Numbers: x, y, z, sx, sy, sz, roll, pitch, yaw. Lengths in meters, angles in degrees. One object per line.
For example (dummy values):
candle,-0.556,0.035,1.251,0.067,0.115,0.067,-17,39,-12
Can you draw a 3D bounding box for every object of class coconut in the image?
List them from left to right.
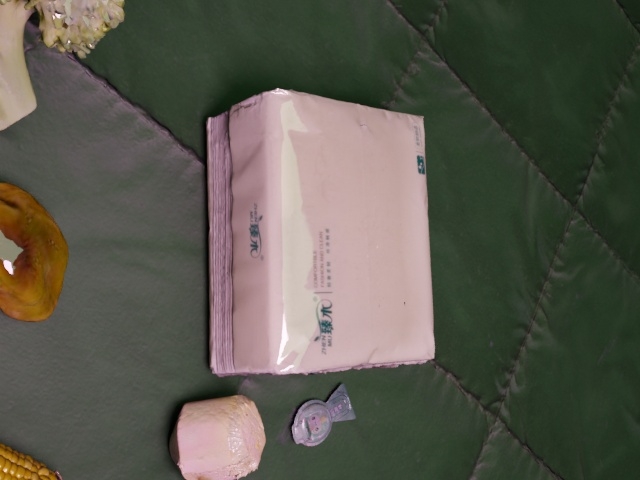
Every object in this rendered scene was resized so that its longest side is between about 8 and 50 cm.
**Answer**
coconut,-0.144,0.268,1.198,0.116,0.122,0.116,-15,90,-75

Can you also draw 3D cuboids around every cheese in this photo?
cheese,0.002,0.269,1.364,0.120,0.026,0.067,-26,101,-37

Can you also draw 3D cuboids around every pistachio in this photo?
pistachio,-0.360,0.008,1.067,0.110,0.100,0.189,-32,103,-32

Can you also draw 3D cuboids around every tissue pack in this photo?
tissue pack,0.000,0.000,1.280,0.297,0.207,0.381,0,85,-39

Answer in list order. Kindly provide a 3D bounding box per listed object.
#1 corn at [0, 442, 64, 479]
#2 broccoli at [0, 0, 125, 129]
corn,-0.412,0.252,0.978,0.305,0.106,0.106,41,62,-37
broccoli,-0.400,-0.274,0.974,0.317,0.277,0.339,42,68,-49
